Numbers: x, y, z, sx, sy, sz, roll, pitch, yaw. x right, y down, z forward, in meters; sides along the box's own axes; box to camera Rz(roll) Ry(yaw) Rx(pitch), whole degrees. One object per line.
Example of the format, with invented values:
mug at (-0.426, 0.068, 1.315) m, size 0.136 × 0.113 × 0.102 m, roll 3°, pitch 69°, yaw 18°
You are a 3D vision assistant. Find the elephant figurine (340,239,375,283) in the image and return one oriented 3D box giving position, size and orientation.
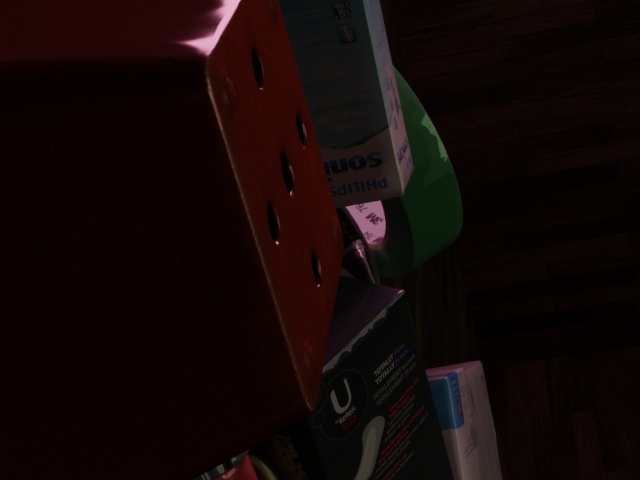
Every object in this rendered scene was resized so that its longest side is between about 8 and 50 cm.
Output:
elephant figurine at (-0.009, 0.071, 1.390) m, size 0.169 × 0.186 × 0.239 m, roll 29°, pitch 19°, yaw -16°

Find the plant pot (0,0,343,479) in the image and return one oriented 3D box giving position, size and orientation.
plant pot at (-0.126, -0.013, 0.629) m, size 0.267 × 0.235 × 0.267 m, roll -76°, pitch 153°, yaw -62°

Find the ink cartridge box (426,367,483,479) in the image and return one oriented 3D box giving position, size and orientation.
ink cartridge box at (0.092, 0.305, 1.477) m, size 0.198 × 0.197 × 0.270 m, roll 15°, pitch 65°, yaw -78°

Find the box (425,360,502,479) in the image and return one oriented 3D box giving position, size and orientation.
box at (0.180, 0.320, 1.950) m, size 0.345 × 0.168 × 0.215 m, roll 8°, pitch 72°, yaw -77°

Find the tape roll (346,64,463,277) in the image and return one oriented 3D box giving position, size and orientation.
tape roll at (0.035, -0.109, 1.431) m, size 0.321 × 0.077 × 0.321 m, roll 51°, pitch -17°, yaw 21°

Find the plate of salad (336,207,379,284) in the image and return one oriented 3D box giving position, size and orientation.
plate of salad at (0.000, 0.000, 1.493) m, size 0.200 × 0.048 × 0.200 m, roll 46°, pitch -24°, yaw 28°

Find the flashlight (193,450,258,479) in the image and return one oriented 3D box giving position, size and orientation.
flashlight at (-0.062, 0.268, 0.925) m, size 0.103 × 0.103 × 0.304 m, roll -153°, pitch -137°, yaw -79°

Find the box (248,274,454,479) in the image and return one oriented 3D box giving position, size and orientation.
box at (0.011, 0.185, 1.191) m, size 0.165 × 0.143 × 0.270 m, roll -41°, pitch 128°, yaw -36°

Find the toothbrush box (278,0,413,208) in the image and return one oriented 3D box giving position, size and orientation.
toothbrush box at (-0.044, -0.176, 1.199) m, size 0.126 × 0.216 × 0.296 m, roll -58°, pitch 135°, yaw -72°

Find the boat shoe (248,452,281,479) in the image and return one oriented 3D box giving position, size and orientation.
boat shoe at (-0.040, 0.335, 1.070) m, size 0.098 × 0.109 × 0.302 m, roll 23°, pitch 52°, yaw -75°
